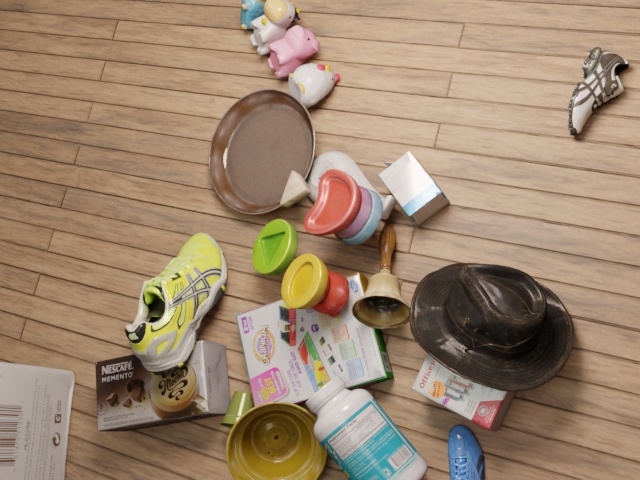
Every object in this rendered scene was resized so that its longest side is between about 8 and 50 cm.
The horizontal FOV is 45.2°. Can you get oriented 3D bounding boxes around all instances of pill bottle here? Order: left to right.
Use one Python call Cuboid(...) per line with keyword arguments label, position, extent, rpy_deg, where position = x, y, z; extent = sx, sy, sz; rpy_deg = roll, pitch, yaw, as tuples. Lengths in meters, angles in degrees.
Cuboid(label="pill bottle", position=(0.086, 0.409, 1.579), extent=(0.146, 0.146, 0.264), rpy_deg=(-42, 77, 8))

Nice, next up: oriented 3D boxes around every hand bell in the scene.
Cuboid(label="hand bell", position=(0.142, 0.059, 1.679), extent=(0.126, 0.126, 0.242), rpy_deg=(-8, 48, 20))

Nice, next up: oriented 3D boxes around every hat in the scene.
Cuboid(label="hat", position=(0.337, 0.127, 1.500), extent=(0.331, 0.134, 0.331), rpy_deg=(-2, 48, 2))

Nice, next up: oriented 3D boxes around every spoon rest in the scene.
Cuboid(label="spoon rest", position=(0.069, -0.117, 1.781), extent=(0.276, 0.084, 0.137), rpy_deg=(32, 93, 38))

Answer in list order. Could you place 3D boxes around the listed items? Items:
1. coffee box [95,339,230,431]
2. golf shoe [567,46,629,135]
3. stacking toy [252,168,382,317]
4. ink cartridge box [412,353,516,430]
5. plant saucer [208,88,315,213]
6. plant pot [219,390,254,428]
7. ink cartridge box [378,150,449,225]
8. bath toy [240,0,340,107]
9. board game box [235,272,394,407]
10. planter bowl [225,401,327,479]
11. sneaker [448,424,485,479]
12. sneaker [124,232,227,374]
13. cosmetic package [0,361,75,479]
Cuboid(label="coffee box", position=(-0.373, 0.347, 1.813), extent=(0.297, 0.119, 0.168), rpy_deg=(-12, 73, 18))
Cuboid(label="golf shoe", position=(0.582, -0.309, 1.615), extent=(0.094, 0.077, 0.198), rpy_deg=(20, 87, 24))
Cuboid(label="stacking toy", position=(0.000, 0.000, 1.707), extent=(0.279, 0.130, 0.309), rpy_deg=(26, 90, 52))
Cuboid(label="ink cartridge box", position=(0.298, 0.287, 1.557), extent=(0.176, 0.127, 0.128), rpy_deg=(24, 87, 26))
Cuboid(label="plant saucer", position=(-0.136, -0.213, 1.871), extent=(0.311, 0.050, 0.310), rpy_deg=(-5, 80, 31))
Cuboid(label="plant pot", position=(-0.180, 0.389, 1.757), extent=(0.083, 0.083, 0.079), rpy_deg=(2, 65, 22))
Cuboid(label="ink cartridge box", position=(0.204, -0.123, 1.711), extent=(0.090, 0.092, 0.143), rpy_deg=(-37, 68, 10))
Cuboid(label="bath toy", position=(-0.069, -0.483, 1.894), extent=(0.129, 0.151, 0.348), rpy_deg=(-22, 66, -22))
Cuboid(label="board game box", position=(-0.019, 0.236, 1.729), extent=(0.317, 0.064, 0.242), rpy_deg=(-19, 71, 16))
Cuboid(label="planter bowl", position=(-0.095, 0.443, 1.677), extent=(0.217, 0.090, 0.217), rpy_deg=(0, 97, -4))
Cuboid(label="sneaker", position=(0.291, 0.476, 1.542), extent=(0.069, 0.082, 0.209), rpy_deg=(-11, 72, 21))
Cuboid(label="sneaker", position=(-0.326, 0.116, 1.774), extent=(0.145, 0.147, 0.384), rpy_deg=(-8, 44, 23))
Cuboid(label="cosmetic package", position=(-0.872, 0.464, 1.870), extent=(0.394, 0.327, 0.329), rpy_deg=(-2, 76, 20))
